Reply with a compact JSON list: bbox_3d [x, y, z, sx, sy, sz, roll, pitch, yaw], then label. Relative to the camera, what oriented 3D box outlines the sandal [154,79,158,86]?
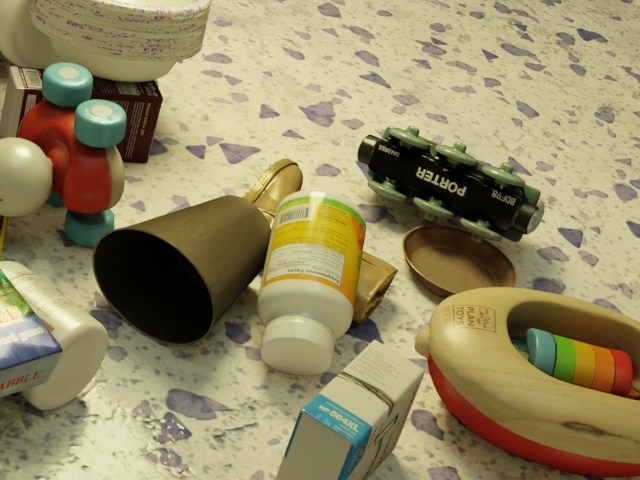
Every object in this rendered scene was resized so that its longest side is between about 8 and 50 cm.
[{"bbox_3d":[-0.366,-0.333,2.399,0.097,0.054,0.254,-3,48,-20],"label":"sandal"}]

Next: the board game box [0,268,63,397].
[{"bbox_3d":[-0.505,0.068,1.462,0.318,0.066,0.319,47,35,20],"label":"board game box"}]

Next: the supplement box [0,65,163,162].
[{"bbox_3d":[-0.387,-0.201,2.106,0.239,0.130,0.073,2,36,-26],"label":"supplement box"}]

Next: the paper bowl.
[{"bbox_3d":[-0.330,-0.358,2.127,0.284,0.148,0.284,12,26,-6],"label":"paper bowl"}]

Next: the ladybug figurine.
[{"bbox_3d":[0.341,0.209,1.838,0.449,0.162,0.305,17,33,-5],"label":"ladybug figurine"}]

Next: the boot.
[{"bbox_3d":[0.000,0.000,2.053,0.269,0.089,0.236,27,46,15],"label":"boot"}]

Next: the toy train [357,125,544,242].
[{"bbox_3d":[0.227,-0.098,2.231,0.334,0.142,0.190,24,10,18],"label":"toy train"}]

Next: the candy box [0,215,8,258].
[{"bbox_3d":[-0.503,-0.016,1.865,0.105,0.027,0.206,8,34,-13],"label":"candy box"}]

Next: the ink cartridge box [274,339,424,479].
[{"bbox_3d":[0.037,0.240,1.647,0.086,0.148,0.203,29,34,18],"label":"ink cartridge box"}]

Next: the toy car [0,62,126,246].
[{"bbox_3d":[-0.423,-0.109,1.877,0.238,0.219,0.210,-14,45,-33],"label":"toy car"}]

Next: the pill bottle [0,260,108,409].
[{"bbox_3d":[-0.392,0.101,1.651,0.229,0.131,0.131,33,35,22],"label":"pill bottle"}]

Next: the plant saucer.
[{"bbox_3d":[0.223,0.045,2.140,0.199,0.036,0.198,13,34,-9],"label":"plant saucer"}]

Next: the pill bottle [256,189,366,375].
[{"bbox_3d":[-0.016,0.062,1.854,0.136,0.136,0.245,15,55,-7],"label":"pill bottle"}]

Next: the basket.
[{"bbox_3d":[-0.178,0.027,1.863,0.204,0.154,0.227,31,30,15],"label":"basket"}]

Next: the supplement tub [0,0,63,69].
[{"bbox_3d":[-0.547,-0.475,2.331,0.241,0.241,0.331,-16,47,-42],"label":"supplement tub"}]
